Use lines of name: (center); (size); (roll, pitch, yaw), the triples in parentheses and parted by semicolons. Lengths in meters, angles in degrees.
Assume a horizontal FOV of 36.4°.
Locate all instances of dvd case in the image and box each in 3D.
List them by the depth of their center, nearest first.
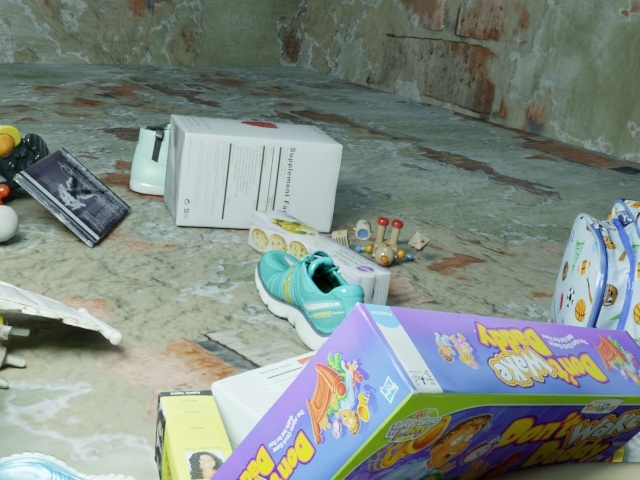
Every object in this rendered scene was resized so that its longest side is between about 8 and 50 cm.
dvd case: (-0.416, -0.078, 1.658); (0.164, 0.018, 0.221); (43, 14, -8)

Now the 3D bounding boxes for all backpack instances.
backpack: (0.426, 0.089, 1.284); (0.213, 0.276, 0.263); (1, 25, -6)

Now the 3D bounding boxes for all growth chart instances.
growth chart: (-0.366, 0.075, 1.194); (0.237, 0.021, 0.172); (21, -1, -24)

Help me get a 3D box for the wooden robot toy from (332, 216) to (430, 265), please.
wooden robot toy: (0.105, 0.008, 1.691); (0.173, 0.076, 0.079); (8, 28, 1)

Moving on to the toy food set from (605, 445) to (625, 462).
toy food set: (0.285, 0.214, 1.106); (0.128, 0.071, 0.218); (13, 18, 16)

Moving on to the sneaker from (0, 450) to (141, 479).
sneaker: (-0.228, 0.231, 0.840); (0.162, 0.063, 0.073); (7, 21, -2)

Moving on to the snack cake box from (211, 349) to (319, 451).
snack cake box: (0.030, 0.187, 1.030); (0.264, 0.089, 0.152); (-11, 26, -41)

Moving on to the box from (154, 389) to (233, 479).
box: (-0.108, 0.225, 0.876); (0.058, 0.087, 0.232); (1, 20, -17)

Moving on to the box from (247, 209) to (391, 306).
box: (-0.010, 0.027, 1.576); (0.063, 0.067, 0.324); (-5, 23, -34)

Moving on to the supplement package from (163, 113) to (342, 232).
supplement package: (-0.131, -0.127, 1.824); (0.293, 0.175, 0.177); (2, 17, -19)

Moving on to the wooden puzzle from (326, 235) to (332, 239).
wooden puzzle: (0.000, 0.000, 1.765); (0.083, 0.006, 0.049); (4, 18, -13)

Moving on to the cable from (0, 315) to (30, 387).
cable: (-0.472, 0.096, 1.083); (0.287, 0.072, 0.139); (17, 28, -11)

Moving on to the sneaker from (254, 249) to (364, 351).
sneaker: (-0.007, 0.064, 1.388); (0.107, 0.110, 0.275); (-2, 19, -28)

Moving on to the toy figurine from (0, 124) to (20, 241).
toy figurine: (-0.565, -0.094, 1.472); (0.213, 0.209, 0.148); (-8, 29, -40)

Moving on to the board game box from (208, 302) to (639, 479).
board game box: (0.100, 0.166, 0.779); (0.347, 0.233, 0.078); (9, 39, -43)

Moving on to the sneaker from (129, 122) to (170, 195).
sneaker: (-0.242, -0.162, 1.928); (0.256, 0.151, 0.094); (4, 16, -18)

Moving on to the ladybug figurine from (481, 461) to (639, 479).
ladybug figurine: (0.254, 0.291, 0.667); (0.450, 0.161, 0.305); (6, 26, 4)

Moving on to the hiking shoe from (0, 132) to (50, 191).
hiking shoe: (-0.613, -0.097, 1.687); (0.132, 0.113, 0.304); (-17, 4, 42)
